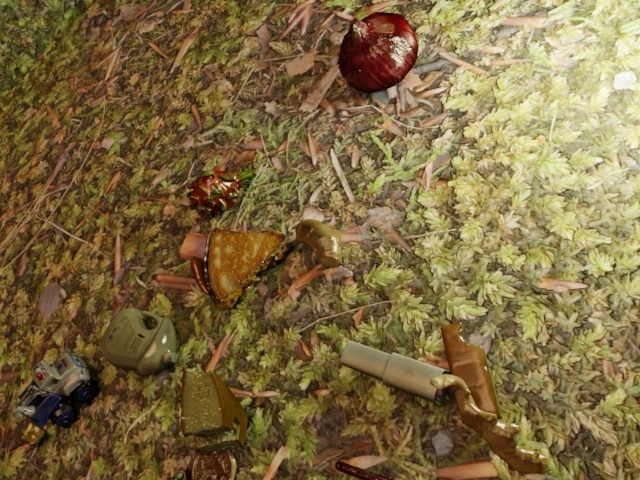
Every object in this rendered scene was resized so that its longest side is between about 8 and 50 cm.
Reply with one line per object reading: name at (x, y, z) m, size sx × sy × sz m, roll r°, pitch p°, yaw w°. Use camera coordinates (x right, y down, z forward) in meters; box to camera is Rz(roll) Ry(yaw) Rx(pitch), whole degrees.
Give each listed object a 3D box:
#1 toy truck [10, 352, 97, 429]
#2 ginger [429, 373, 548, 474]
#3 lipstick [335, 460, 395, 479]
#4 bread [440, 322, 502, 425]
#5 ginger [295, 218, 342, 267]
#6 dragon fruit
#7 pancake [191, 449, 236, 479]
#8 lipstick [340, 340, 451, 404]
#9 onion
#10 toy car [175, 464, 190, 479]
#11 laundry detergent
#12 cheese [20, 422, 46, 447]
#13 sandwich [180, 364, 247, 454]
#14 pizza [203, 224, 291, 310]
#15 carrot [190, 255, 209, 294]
toy truck at (-0.774, 0.424, 1.851) m, size 0.213 × 0.177 × 0.161 m, roll -50°, pitch 53°, yaw -2°
ginger at (0.344, 0.372, 1.306) m, size 0.288 × 0.075 × 0.089 m, roll 45°, pitch 131°, yaw 8°
lipstick at (0.109, 0.528, 1.431) m, size 0.176 × 0.027 × 0.027 m, roll 8°, pitch 70°, yaw 32°
bread at (0.332, 0.290, 1.420) m, size 0.088 × 0.049 × 0.226 m, roll -18°, pitch 58°, yaw 19°
ginger at (0.000, 0.002, 1.726) m, size 0.190 × 0.069 × 0.095 m, roll 38°, pitch 108°, yaw 35°
dragon fruit at (-0.295, -0.167, 1.924) m, size 0.236 × 0.137 × 0.135 m, roll -44°, pitch 18°, yaw 0°
pancake at (-0.269, 0.577, 1.605) m, size 0.139 × 0.022 × 0.140 m, roll -12°, pitch 62°, yaw 23°
lipstick at (0.170, 0.300, 1.482) m, size 0.252 × 0.079 × 0.077 m, roll 13°, pitch 74°, yaw 33°
onion at (0.156, -0.549, 1.829) m, size 0.252 × 0.219 × 0.252 m, roll -19°, pitch 52°, yaw 26°
toy car at (-0.336, 0.626, 1.596) m, size 0.035 × 0.059 × 0.122 m, roll -12°, pitch 58°, yaw -13°
laundry detergent at (-0.501, 0.294, 1.827) m, size 0.253 × 0.091 × 0.181 m, roll 13°, pitch 67°, yaw 32°
cheese at (-0.839, 0.582, 1.890) m, size 0.084 × 0.041 × 0.060 m, roll 9°, pitch 63°, yaw 42°
sandwich at (-0.268, 0.413, 1.553) m, size 0.122 × 0.236 × 0.128 m, roll -9°, pitch 47°, yaw 12°
pizza at (-0.227, 0.031, 1.826) m, size 0.287 × 0.074 × 0.251 m, roll -40°, pitch 55°, yaw 3°
carrot at (-0.355, 0.102, 1.884) m, size 0.035 × 0.035 × 0.142 m, roll -30°, pitch 63°, yaw 12°
